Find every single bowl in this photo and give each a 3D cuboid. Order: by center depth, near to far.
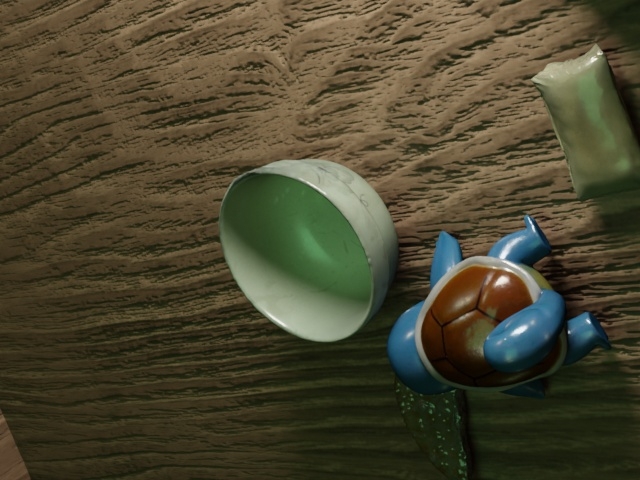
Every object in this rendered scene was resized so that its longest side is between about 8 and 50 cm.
[{"bbox_3d":[0.000,0.000,2.045,0.307,0.163,0.307,21,126,31],"label":"bowl"}]

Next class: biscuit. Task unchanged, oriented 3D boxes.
[{"bbox_3d":[0.184,0.269,2.127,0.141,0.038,0.290,9,118,38],"label":"biscuit"}]

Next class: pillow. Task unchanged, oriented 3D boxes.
[{"bbox_3d":[0.363,-0.153,1.711,0.119,0.053,0.208,-11,109,47],"label":"pillow"}]

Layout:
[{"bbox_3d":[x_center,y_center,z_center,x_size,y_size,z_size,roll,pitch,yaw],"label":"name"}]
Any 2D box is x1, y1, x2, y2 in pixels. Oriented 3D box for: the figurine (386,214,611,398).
[{"bbox_3d":[0.268,0.128,1.873,0.298,0.243,0.416,51,158,-7],"label":"figurine"}]
